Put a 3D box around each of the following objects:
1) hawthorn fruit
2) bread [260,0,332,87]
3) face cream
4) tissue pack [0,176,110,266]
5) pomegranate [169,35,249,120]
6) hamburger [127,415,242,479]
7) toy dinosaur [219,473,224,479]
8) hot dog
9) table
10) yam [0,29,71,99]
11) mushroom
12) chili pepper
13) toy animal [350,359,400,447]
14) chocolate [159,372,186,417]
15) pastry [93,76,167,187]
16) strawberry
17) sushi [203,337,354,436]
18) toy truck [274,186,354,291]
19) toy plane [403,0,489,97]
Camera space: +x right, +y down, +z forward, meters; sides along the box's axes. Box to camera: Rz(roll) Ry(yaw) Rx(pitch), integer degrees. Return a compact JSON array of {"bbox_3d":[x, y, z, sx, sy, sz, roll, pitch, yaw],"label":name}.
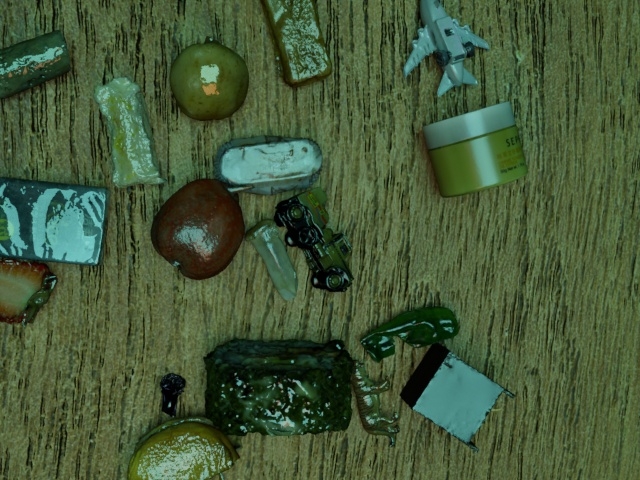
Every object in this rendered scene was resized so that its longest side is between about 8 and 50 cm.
[{"bbox_3d":[-0.260,-0.042,1.757,0.210,0.210,0.262,42,78,-8],"label":"hawthorn fruit"},{"bbox_3d":[-0.064,-0.508,1.821,0.139,0.077,0.271,-17,93,-3],"label":"bread"},{"bbox_3d":[0.371,-0.217,1.823,0.218,0.218,0.179,-17,96,-7],"label":"face cream"},{"bbox_3d":[-0.628,-0.044,1.760,0.257,0.081,0.185,6,92,-7],"label":"tissue pack"},{"bbox_3d":[-0.255,-0.378,1.757,0.196,0.196,0.196,0,92,-8],"label":"pomegranate"},{"bbox_3d":[-0.332,0.499,1.797,0.283,0.144,0.157,-21,88,-11],"label":"hamburger"},{"bbox_3d":[-0.246,0.658,1.867,0.106,0.044,0.187,-31,97,10],"label":"toy dinosaur"},{"bbox_3d":[-0.123,-0.181,1.829,0.267,0.075,0.144,-3,97,-11],"label":"hot dog"},{"bbox_3d":[0.331,0.379,1.868,0.193,0.172,0.169,33,88,-4],"label":"table"},{"bbox_3d":[-0.662,-0.402,1.727,0.194,0.107,0.107,-24,96,-7],"label":"yam"},{"bbox_3d":[-0.111,0.051,1.846,0.084,0.071,0.209,-25,99,-1],"label":"mushroom"},{"bbox_3d":[0.221,0.228,1.893,0.253,0.083,0.099,-18,99,-3],"label":"chili pepper"},{"bbox_3d":[0.135,0.408,1.904,0.099,0.057,0.241,-13,96,-1],"label":"toy animal"},{"bbox_3d":[-0.347,0.358,1.786,0.070,0.147,0.072,-29,103,-9],"label":"chocolate"},{"bbox_3d":[-0.450,-0.247,1.771,0.121,0.089,0.259,-15,93,-12],"label":"pastry"},{"bbox_3d":[-0.715,0.110,1.764,0.208,0.087,0.167,27,67,16],"label":"strawberry"},{"bbox_3d":[-0.093,0.337,1.747,0.351,0.294,0.178,1,97,-10],"label":"sushi"},{"bbox_3d":[-0.003,0.004,1.833,0.127,0.127,0.257,-29,97,-20],"label":"toy truck"},{"bbox_3d":[0.305,-0.490,1.862,0.251,0.101,0.255,-21,95,-19],"label":"toy plane"}]
